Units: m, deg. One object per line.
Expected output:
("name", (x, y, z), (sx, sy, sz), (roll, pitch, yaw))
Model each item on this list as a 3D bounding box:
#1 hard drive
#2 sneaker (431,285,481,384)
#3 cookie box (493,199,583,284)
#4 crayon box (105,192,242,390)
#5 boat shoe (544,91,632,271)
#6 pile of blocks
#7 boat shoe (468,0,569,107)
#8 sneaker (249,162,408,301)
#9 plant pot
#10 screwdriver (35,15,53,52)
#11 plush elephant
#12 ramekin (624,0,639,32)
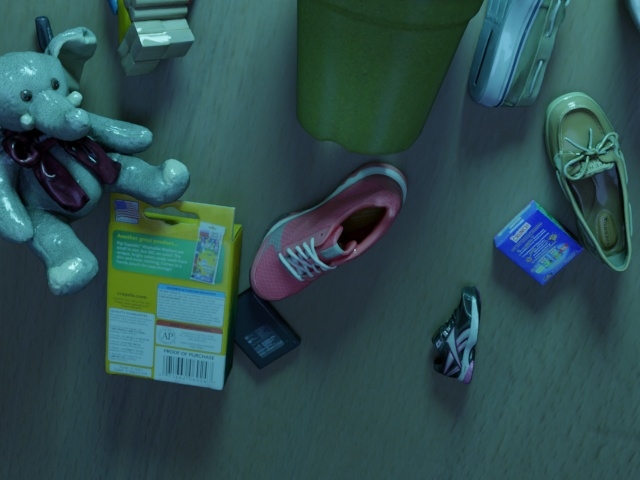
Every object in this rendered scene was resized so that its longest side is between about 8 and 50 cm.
("hard drive", (-0.112, 0.153, 1.323), (0.094, 0.022, 0.135), (-33, 109, 17))
("sneaker", (0.228, 0.162, 1.286), (0.077, 0.072, 0.178), (8, 109, 11))
("cookie box", (0.350, 0.004, 1.220), (0.107, 0.040, 0.092), (38, 111, -14))
("crayon box", (-0.240, 0.075, 1.247), (0.203, 0.083, 0.322), (8, 110, 3))
("boat shoe", (0.419, -0.087, 1.147), (0.105, 0.089, 0.285), (-23, 111, 13))
("pile of blocks", (-0.225, -0.410, 1.043), (0.113, 0.149, 0.362), (-17, 133, -36))
("boat shoe", (0.292, -0.327, 1.051), (0.094, 0.109, 0.302), (4, 125, -16))
("sneaker", (0.000, -0.001, 1.185), (0.314, 0.136, 0.116), (-39, 106, 18))
("plant pot", (0.072, -0.265, 1.013), (0.276, 0.276, 0.253), (10, 127, -2))
("screwdriver", (-0.408, -0.258, 1.159), (0.024, 0.025, 0.169), (-1, 123, 3))
("plush elephant", (-0.371, -0.146, 1.044), (0.330, 0.272, 0.255), (36, 149, 20))
("ramekin", (0.522, -0.369, 0.993), (0.273, 0.127, 0.272), (1, 114, 2))
